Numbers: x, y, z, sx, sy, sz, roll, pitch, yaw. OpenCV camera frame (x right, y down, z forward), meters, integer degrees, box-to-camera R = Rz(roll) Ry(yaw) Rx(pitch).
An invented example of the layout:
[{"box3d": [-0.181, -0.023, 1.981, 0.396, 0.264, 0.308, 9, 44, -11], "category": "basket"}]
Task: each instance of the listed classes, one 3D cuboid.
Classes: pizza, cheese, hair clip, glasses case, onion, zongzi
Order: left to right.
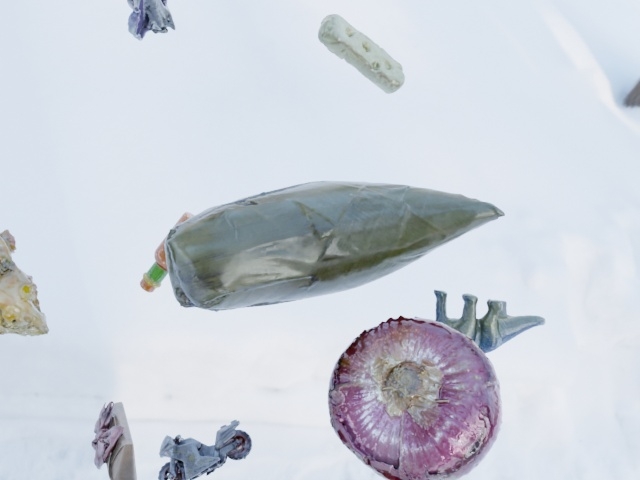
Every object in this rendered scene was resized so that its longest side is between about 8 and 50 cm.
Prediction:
[{"box3d": [-0.523, 0.040, 0.995, 0.297, 0.071, 0.189, 63, 21, -14], "category": "pizza"}, {"box3d": [-0.399, 0.374, 1.252, 0.070, 0.102, 0.193, -6, 14, -22], "category": "glasses case"}, {"box3d": [-0.241, -0.350, 0.958, 0.052, 0.195, 0.124, 15, 81, -6], "category": "hair clip"}, {"box3d": [0.000, 0.000, 0.931, 0.356, 0.393, 0.174, -12, 93, -44], "category": "zongzi"}, {"box3d": [0.074, -0.320, 1.132, 0.194, 0.043, 0.065, 24, 59, -39], "category": "cheese"}, {"box3d": [0.130, 0.220, 0.890, 0.230, 0.163, 0.230, -9, 57, 14], "category": "onion"}]

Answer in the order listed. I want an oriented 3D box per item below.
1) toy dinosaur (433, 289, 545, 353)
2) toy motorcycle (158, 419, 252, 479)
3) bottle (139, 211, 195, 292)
[{"box3d": [0.242, 0.178, 1.038, 0.248, 0.188, 0.075, 9, 2, -16], "category": "toy dinosaur"}, {"box3d": [-0.263, 0.462, 1.455, 0.215, 0.080, 0.122, -24, 71, -11], "category": "toy motorcycle"}, {"box3d": [-0.311, 0.030, 1.373, 0.069, 0.187, 0.069, 39, 10, -8], "category": "bottle"}]
